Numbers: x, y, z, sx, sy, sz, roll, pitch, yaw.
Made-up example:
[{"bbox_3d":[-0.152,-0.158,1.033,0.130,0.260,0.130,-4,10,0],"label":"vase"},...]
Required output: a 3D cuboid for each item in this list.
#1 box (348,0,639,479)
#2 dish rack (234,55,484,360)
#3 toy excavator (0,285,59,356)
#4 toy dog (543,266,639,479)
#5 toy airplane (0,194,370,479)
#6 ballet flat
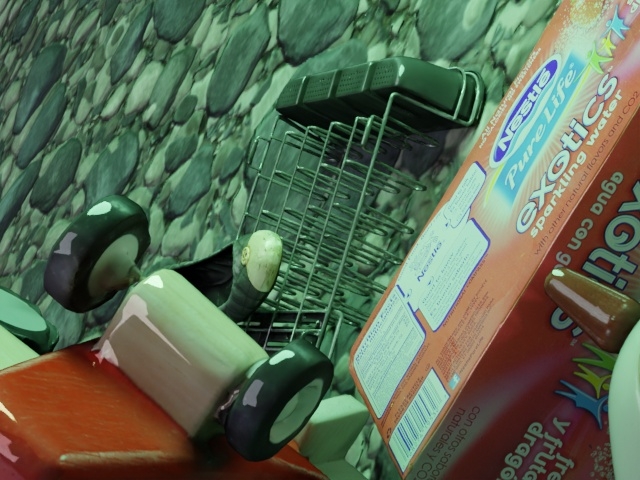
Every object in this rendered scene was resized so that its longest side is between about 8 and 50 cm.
[{"bbox_3d":[0.155,-0.005,0.939,0.300,0.142,0.154,-59,20,11],"label":"box"},{"bbox_3d":[0.000,0.000,1.335,0.208,0.074,0.272,-4,66,63],"label":"dish rack"},{"bbox_3d":[-0.261,0.218,1.313,0.433,0.445,0.222,35,102,21],"label":"toy excavator"},{"bbox_3d":[0.135,0.140,0.812,0.161,0.220,0.334,19,74,32],"label":"toy dog"},{"bbox_3d":[-0.093,0.163,1.000,0.272,0.384,0.386,-51,26,-4],"label":"toy airplane"},{"bbox_3d":[-0.078,0.031,1.318,0.173,0.049,0.057,-27,48,53],"label":"ballet flat"}]
